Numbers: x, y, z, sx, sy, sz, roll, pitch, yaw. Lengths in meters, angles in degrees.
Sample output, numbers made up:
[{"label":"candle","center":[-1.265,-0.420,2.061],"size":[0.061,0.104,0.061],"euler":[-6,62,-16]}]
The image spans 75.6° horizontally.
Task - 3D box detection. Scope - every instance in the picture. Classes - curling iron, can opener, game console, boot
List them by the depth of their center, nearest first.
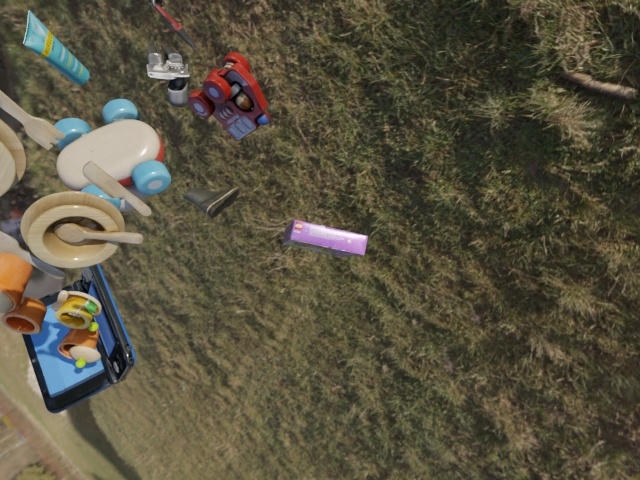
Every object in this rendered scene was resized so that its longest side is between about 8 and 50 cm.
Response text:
[{"label":"can opener","center":[-0.331,-0.355,0.887],"size":[0.283,0.076,0.095],"euler":[-127,35,-54]},{"label":"game console","center":[-0.595,0.225,0.990],"size":[0.250,0.174,0.292],"euler":[-44,70,46]},{"label":"curling iron","center":[-0.495,-0.746,1.412],"size":[0.035,0.274,0.068],"euler":[8,78,18]},{"label":"boot","center":[-0.407,-0.179,1.566],"size":[0.137,0.198,0.076],"euler":[31,126,6]}]

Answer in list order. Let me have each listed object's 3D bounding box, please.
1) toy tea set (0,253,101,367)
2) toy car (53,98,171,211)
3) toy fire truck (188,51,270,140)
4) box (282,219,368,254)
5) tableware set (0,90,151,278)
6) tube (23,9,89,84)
[{"label":"toy tea set","center":[-0.578,0.161,0.823],"size":[0.200,0.124,0.336],"euler":[-28,127,25]},{"label":"toy car","center":[-0.439,-0.145,0.939],"size":[0.219,0.211,0.238],"euler":[59,168,18]},{"label":"toy fire truck","center":[-0.309,-0.504,1.500],"size":[0.254,0.169,0.302],"euler":[42,148,-27]},{"label":"box","center":[0.000,0.000,1.209],"size":[0.201,0.293,0.057],"euler":[13,85,-9]},{"label":"tableware set","center":[-0.251,-0.031,0.348],"size":[0.128,0.194,0.039],"euler":[-36,49,3]},{"label":"tube","center":[-0.652,-0.459,1.015],"size":[0.052,0.207,0.080],"euler":[-1,82,1]}]
